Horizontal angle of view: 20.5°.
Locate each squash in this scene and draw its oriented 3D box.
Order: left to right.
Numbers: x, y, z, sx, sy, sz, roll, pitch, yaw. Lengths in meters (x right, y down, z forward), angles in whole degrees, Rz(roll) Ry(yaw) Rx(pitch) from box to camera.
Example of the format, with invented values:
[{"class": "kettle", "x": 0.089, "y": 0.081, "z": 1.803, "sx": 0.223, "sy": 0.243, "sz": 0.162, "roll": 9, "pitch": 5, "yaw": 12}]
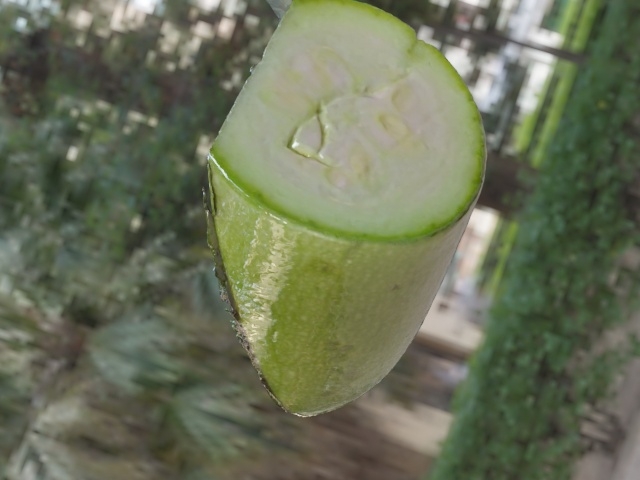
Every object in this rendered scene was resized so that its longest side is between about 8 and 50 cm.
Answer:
[{"class": "squash", "x": 0.000, "y": 0.000, "z": 1.427, "sx": 0.309, "sy": 0.210, "sz": 0.234, "roll": 118, "pitch": 177, "yaw": -53}]

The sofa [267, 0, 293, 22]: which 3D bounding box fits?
[{"class": "sofa", "x": 0.006, "y": -0.351, "z": 1.707, "sx": 0.176, "sy": 0.210, "sz": 0.225, "roll": -44, "pitch": 20, "yaw": -21}]
